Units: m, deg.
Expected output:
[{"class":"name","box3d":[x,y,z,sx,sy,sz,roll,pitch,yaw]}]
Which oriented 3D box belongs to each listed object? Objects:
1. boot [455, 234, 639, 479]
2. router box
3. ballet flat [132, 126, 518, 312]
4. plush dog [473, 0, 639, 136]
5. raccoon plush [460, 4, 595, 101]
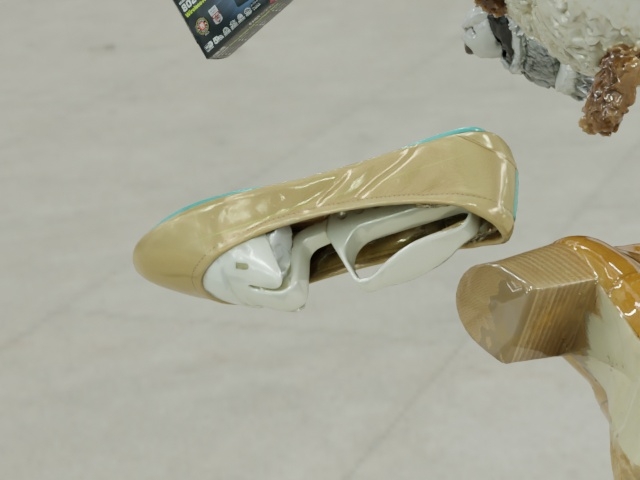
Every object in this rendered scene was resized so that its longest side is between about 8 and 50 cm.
[{"class":"boot","box3d":[0.237,0.086,0.994,0.211,0.104,0.295,-6,38,-41]},{"class":"router box","box3d":[-0.087,-0.251,1.709,0.122,0.092,0.038,-37,-13,33]},{"class":"ballet flat","box3d":[0.000,0.000,0.970,0.232,0.080,0.073,-19,55,15]},{"class":"plush dog","box3d":[0.216,-0.179,1.243,0.262,0.210,0.225,10,5,1]},{"class":"raccoon plush","box3d":[0.301,-0.344,1.772,0.446,0.299,0.216,-34,0,42]}]
